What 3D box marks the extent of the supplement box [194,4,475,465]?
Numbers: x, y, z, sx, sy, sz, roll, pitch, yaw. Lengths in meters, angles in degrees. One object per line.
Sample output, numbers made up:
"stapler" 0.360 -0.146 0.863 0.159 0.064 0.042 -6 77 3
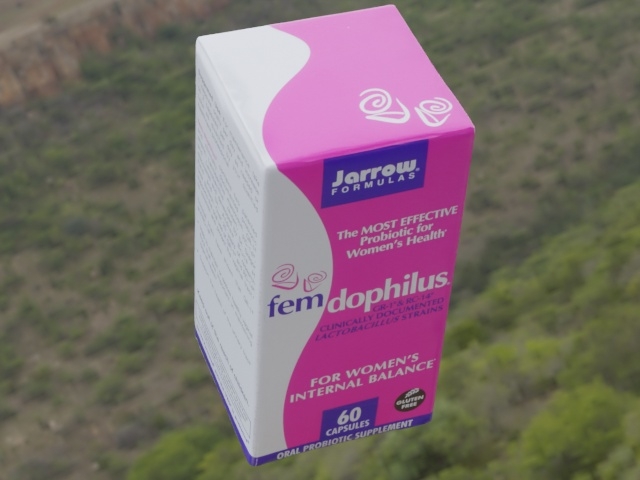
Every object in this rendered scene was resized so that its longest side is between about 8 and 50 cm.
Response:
"supplement box" 0.000 0.000 0.876 0.111 0.220 0.114 -12 44 -16
